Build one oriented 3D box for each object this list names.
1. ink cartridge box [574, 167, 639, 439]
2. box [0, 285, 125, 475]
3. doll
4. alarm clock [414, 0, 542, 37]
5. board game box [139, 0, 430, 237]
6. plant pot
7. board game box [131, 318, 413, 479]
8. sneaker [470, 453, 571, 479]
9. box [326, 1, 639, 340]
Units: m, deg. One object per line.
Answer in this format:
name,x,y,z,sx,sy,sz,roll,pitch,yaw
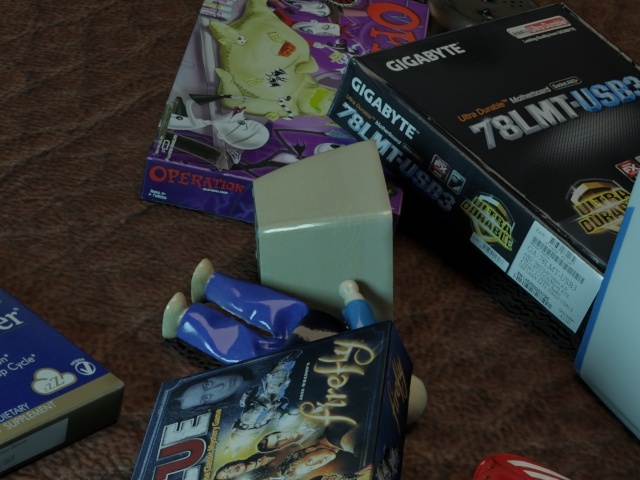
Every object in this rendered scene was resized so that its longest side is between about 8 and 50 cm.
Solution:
ink cartridge box,0.414,-0.002,1.267,0.395,0.285,0.166,-9,38,-31
box,-0.255,0.071,1.153,0.225,0.036,0.136,32,37,30
doll,-0.010,0.073,1.217,0.189,0.046,0.129,26,52,16
alarm clock,0.180,-0.203,1.707,0.192,0.064,0.129,16,32,-1
board game box,-0.020,-0.127,1.510,0.208,0.056,0.347,15,36,-4
plant pot,0.000,0.000,1.296,0.096,0.109,0.109,-5,34,-3
board game box,-0.036,0.150,1.026,0.165,0.042,0.243,-17,28,16
sneaker,0.081,0.192,1.070,0.221,0.087,0.128,1,15,-14
box,0.205,-0.070,1.444,0.295,0.073,0.293,-18,55,-44
